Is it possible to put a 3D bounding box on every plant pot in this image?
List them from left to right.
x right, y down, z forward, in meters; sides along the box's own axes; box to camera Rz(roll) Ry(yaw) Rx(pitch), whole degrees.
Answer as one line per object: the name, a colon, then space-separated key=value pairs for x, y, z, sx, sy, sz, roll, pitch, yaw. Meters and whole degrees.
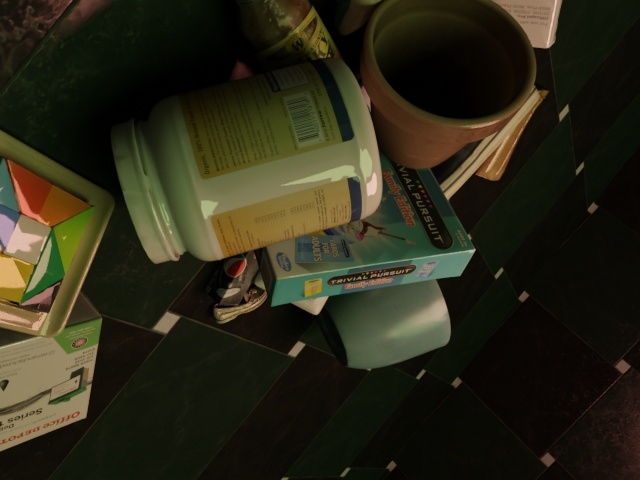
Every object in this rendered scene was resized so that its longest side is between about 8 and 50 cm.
plant pot: x=0.121 y=0.162 z=1.447 sx=0.235 sy=0.293 sz=0.293 roll=-24 pitch=142 yaw=-13
plant pot: x=0.181 y=-0.232 z=1.005 sx=0.263 sy=0.263 sz=0.229 roll=-38 pitch=165 yaw=-20

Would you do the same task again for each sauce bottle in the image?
sauce bottle: x=-0.052 y=-0.296 z=0.888 sx=0.111 sy=0.111 sz=0.344 roll=-50 pitch=149 yaw=-1

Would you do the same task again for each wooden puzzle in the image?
wooden puzzle: x=-0.375 y=-0.002 z=0.769 sx=0.239 sy=0.044 sz=0.220 roll=37 pitch=68 yaw=-57

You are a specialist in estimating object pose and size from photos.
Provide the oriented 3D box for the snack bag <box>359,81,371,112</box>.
snack bag: x=0.211 y=-0.324 z=1.270 sx=0.342 sy=0.037 sz=0.323 roll=-51 pitch=150 yaw=0

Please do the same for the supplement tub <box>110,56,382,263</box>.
supplement tub: x=-0.097 y=-0.103 z=0.843 sx=0.316 sy=0.228 sz=0.228 roll=-16 pitch=141 yaw=-6

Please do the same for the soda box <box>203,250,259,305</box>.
soda box: x=-0.150 y=0.041 z=1.172 sx=0.060 sy=0.053 sz=0.169 roll=10 pitch=115 yaw=-56

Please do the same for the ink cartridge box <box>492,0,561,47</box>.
ink cartridge box: x=0.320 y=-0.544 z=0.950 sx=0.395 sy=0.166 sz=0.285 roll=78 pitch=28 yaw=-52

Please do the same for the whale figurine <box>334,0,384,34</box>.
whale figurine: x=0.062 y=-0.430 z=0.903 sx=0.216 sy=0.141 sz=0.272 roll=-49 pitch=174 yaw=-21

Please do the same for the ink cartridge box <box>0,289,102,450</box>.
ink cartridge box: x=-0.431 y=0.193 z=0.931 sx=0.160 sy=0.092 sz=0.219 roll=-15 pitch=133 yaw=-44

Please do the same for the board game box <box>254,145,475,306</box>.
board game box: x=0.049 y=-0.040 z=1.037 sx=0.336 sy=0.253 sz=0.079 roll=-8 pitch=144 yaw=-19

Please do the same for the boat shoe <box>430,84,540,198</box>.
boat shoe: x=0.250 y=-0.179 z=1.284 sx=0.500 sy=0.156 sz=0.187 roll=-47 pitch=176 yaw=-13

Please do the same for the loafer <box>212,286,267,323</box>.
loafer: x=-0.161 y=0.123 z=1.257 sx=0.125 sy=0.045 sz=0.039 roll=-29 pitch=136 yaw=-27

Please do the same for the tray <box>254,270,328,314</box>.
tray: x=0.000 y=0.000 z=1.179 sx=0.145 sy=0.030 sz=0.270 roll=28 pitch=93 yaw=-14

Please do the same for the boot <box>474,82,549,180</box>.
boot: x=0.475 y=-0.283 z=1.607 sx=0.236 sy=0.089 sz=0.269 roll=-6 pitch=129 yaw=-49

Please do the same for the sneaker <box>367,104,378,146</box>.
sneaker: x=0.073 y=-0.181 z=1.202 sx=0.108 sy=0.100 sz=0.271 roll=-52 pitch=156 yaw=-23
